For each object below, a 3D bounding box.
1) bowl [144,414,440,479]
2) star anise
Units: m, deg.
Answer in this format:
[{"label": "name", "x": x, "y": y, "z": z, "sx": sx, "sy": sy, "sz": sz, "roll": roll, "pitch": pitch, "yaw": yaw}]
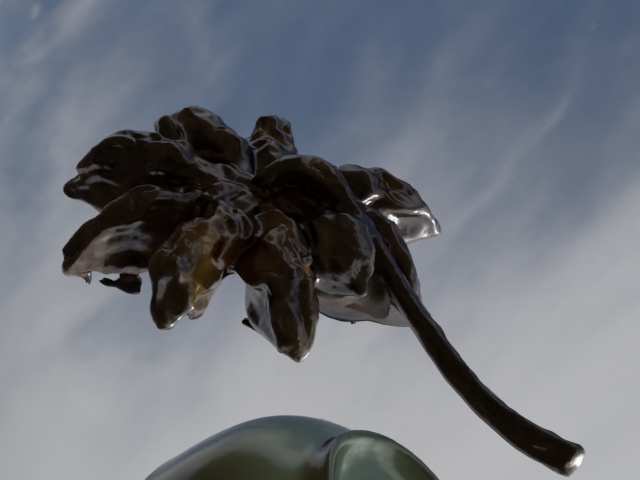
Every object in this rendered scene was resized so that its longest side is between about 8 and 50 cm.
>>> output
[{"label": "bowl", "x": 0.014, "y": 0.293, "z": 0.886, "sx": 0.185, "sy": 0.354, "sz": 0.354, "roll": -46, "pitch": -129, "yaw": 25}, {"label": "star anise", "x": 0.002, "y": 0.003, "z": 0.438, "sx": 0.177, "sy": 0.234, "sz": 0.073, "roll": -74, "pitch": -171, "yaw": -59}]
